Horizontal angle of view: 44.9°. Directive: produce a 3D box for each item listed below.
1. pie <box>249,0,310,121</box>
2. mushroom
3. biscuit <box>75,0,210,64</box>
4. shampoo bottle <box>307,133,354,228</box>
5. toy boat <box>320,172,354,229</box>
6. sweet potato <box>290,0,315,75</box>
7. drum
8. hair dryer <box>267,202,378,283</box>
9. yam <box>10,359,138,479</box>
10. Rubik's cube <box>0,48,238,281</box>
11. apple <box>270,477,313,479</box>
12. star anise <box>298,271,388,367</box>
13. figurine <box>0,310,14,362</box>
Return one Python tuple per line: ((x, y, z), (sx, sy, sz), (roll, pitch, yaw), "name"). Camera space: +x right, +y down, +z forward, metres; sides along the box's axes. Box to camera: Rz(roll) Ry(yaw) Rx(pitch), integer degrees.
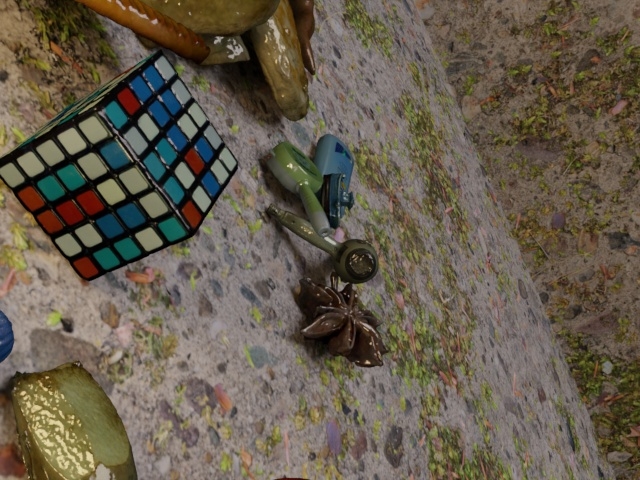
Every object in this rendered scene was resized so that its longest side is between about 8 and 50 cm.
((-0.091, -0.393, 1.510), (0.339, 0.077, 0.339), (-14, 90, -81), "pie")
((-0.195, -0.430, 1.259), (0.217, 0.212, 0.292), (-23, 117, -52), "mushroom")
((-0.285, -0.320, 1.001), (0.318, 0.040, 0.318), (30, 10, -6), "biscuit")
((0.017, -0.111, 1.589), (0.104, 0.061, 0.258), (50, 31, -28), "shampoo bottle")
((0.033, -0.080, 1.472), (0.060, 0.060, 0.137), (10, 45, -10), "toy boat")
((-0.043, -0.482, 1.771), (0.067, 0.059, 0.281), (58, 25, -45), "sweet potato")
((-0.018, -0.084, 1.422), (0.130, 0.049, 0.253), (26, 26, -51), "drum")
((0.017, 0.012, 1.460), (0.225, 0.088, 0.219), (31, -2, 14), "hair dryer")
((-0.238, 0.246, 0.781), (0.106, 0.106, 0.259), (4, 67, -61), "yam")
((-0.240, -0.090, 0.944), (0.182, 0.187, 0.184), (57, 30, -22), "Rubik's cube")
((-0.037, 0.414, 0.916), (0.251, 0.206, 0.272), (52, 25, -7), "apple")
((0.035, 0.143, 1.388), (0.209, 0.089, 0.231), (46, 17, -1), "star anise")
((-0.340, 0.112, 0.720), (0.136, 0.079, 0.077), (-85, -176, -51), "figurine")
